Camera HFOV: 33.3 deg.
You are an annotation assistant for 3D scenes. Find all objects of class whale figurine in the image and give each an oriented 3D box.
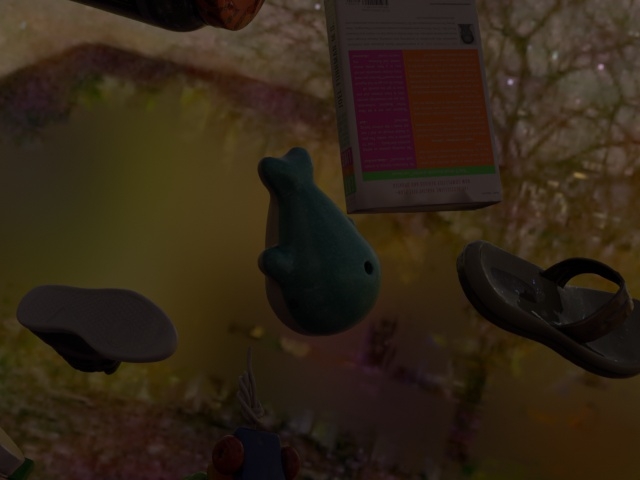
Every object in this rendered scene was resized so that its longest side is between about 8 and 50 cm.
[{"bbox_3d":[0.000,0.000,1.517,0.141,0.272,0.216,-9,9,38],"label":"whale figurine"}]

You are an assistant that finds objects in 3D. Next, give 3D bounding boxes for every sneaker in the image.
[{"bbox_3d":[-0.308,0.146,1.617,0.295,0.105,0.147,9,-27,31],"label":"sneaker"}]

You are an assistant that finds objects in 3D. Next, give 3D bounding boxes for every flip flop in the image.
[{"bbox_3d":[0.251,0.056,1.049,0.277,0.080,0.112,23,37,-30],"label":"flip flop"}]

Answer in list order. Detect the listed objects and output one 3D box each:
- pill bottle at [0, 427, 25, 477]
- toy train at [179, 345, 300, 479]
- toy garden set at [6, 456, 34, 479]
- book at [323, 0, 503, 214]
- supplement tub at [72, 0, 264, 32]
[{"bbox_3d":[-0.543,0.354,1.371,0.181,0.323,0.181,43,-12,12],"label":"pill bottle"},{"bbox_3d":[-0.106,0.260,1.207,0.105,0.248,0.143,21,-42,-42],"label":"toy train"},{"bbox_3d":[-0.611,0.433,1.732,0.203,0.244,0.049,18,-41,11],"label":"toy garden set"},{"bbox_3d":[0.056,-0.090,0.663,0.096,0.144,0.035,-3,-7,-21],"label":"book"},{"bbox_3d":[-0.235,-0.381,1.322,0.338,0.207,0.207,20,-1,16],"label":"supplement tub"}]
